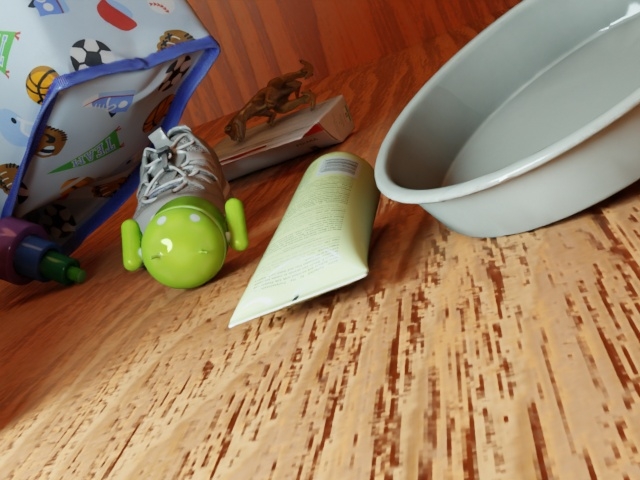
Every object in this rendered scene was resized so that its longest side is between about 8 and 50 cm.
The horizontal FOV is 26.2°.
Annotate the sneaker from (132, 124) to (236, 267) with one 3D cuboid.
[{"bbox_3d":[-0.147,-0.050,1.332,0.105,0.115,0.281,-21,9,1],"label":"sneaker"}]

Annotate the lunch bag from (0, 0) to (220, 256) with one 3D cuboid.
[{"bbox_3d":[-0.331,-0.183,1.482,0.239,0.328,0.385,-19,-21,-36],"label":"lunch bag"}]

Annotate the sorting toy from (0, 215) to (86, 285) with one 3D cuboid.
[{"bbox_3d":[-0.347,0.068,1.258,0.126,0.127,0.365,18,26,26],"label":"sorting toy"}]

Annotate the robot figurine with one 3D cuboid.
[{"bbox_3d":[-0.107,0.002,1.102,0.101,0.067,0.115,-9,10,2],"label":"robot figurine"}]

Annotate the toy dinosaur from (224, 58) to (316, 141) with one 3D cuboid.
[{"bbox_3d":[-0.051,-0.190,1.759,0.112,0.064,0.211,-14,14,36],"label":"toy dinosaur"}]

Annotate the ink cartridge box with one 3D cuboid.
[{"bbox_3d":[-0.066,-0.107,1.703,0.181,0.056,0.224,-18,15,19],"label":"ink cartridge box"}]

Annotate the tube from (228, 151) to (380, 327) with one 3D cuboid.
[{"bbox_3d":[0.000,0.000,0.933,0.240,0.062,0.070,-69,4,-71],"label":"tube"}]

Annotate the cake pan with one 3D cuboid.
[{"bbox_3d":[0.168,-0.105,0.897,0.293,0.054,0.293,-34,20,14],"label":"cake pan"}]
